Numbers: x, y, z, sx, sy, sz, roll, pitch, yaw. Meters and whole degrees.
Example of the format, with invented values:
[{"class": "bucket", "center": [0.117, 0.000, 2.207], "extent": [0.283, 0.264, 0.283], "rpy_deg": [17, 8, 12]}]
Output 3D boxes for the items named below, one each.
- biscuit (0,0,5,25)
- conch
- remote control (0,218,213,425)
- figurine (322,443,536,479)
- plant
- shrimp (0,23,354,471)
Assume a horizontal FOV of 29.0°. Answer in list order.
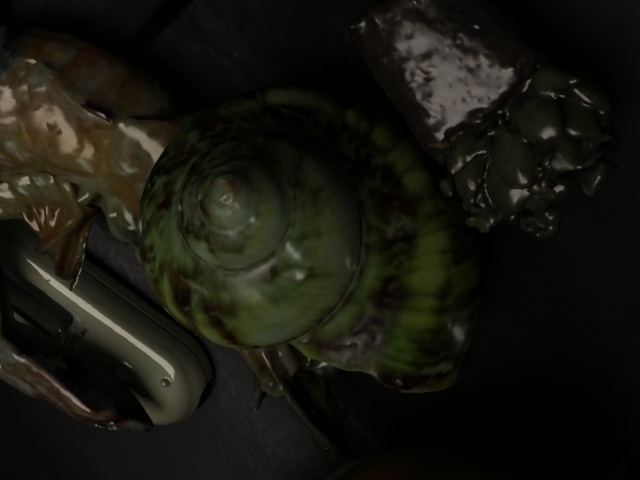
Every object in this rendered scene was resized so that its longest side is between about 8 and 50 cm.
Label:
[{"class": "biscuit", "center": [-0.282, -0.165, 0.767], "extent": [0.199, 0.034, 0.064], "rpy_deg": [20, 127, 16]}, {"class": "conch", "center": [0.001, -0.002, 0.634], "extent": [0.187, 0.181, 0.124], "rpy_deg": [41, 126, 17]}, {"class": "remote control", "center": [-0.171, 0.048, 0.837], "extent": [0.221, 0.042, 0.078], "rpy_deg": [37, 128, 1]}, {"class": "figurine", "center": [0.052, 0.201, 0.691], "extent": [0.167, 0.342, 0.285], "rpy_deg": [61, 149, 9]}, {"class": "plant", "center": [0.081, -0.069, 0.603], "extent": [0.094, 0.092, 0.143], "rpy_deg": [-43, 89, 10]}, {"class": "shrimp", "center": [-0.124, 0.025, 0.756], "extent": [0.360, 0.085, 0.247], "rpy_deg": [42, 117, -6]}]
